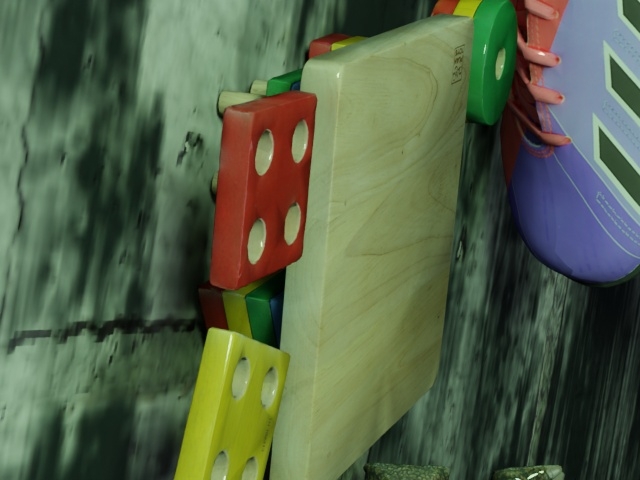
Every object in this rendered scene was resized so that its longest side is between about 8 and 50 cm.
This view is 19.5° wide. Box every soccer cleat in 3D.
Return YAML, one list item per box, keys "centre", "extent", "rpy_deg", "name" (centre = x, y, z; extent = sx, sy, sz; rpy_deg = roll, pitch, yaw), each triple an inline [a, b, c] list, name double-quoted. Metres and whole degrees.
- centre: [0.100, -0.121, 0.759]
  extent: [0.116, 0.108, 0.318]
  rpy_deg: [-23, 125, -44]
  name: "soccer cleat"

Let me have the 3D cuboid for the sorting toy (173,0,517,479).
- centre: [0.000, 0.000, 0.583]
  extent: [0.274, 0.046, 0.132]
  rpy_deg: [-33, 130, -66]
  name: "sorting toy"

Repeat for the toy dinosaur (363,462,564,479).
- centre: [0.069, 0.175, 0.751]
  extent: [0.313, 0.121, 0.160]
  rpy_deg: [49, 36, -70]
  name: "toy dinosaur"
